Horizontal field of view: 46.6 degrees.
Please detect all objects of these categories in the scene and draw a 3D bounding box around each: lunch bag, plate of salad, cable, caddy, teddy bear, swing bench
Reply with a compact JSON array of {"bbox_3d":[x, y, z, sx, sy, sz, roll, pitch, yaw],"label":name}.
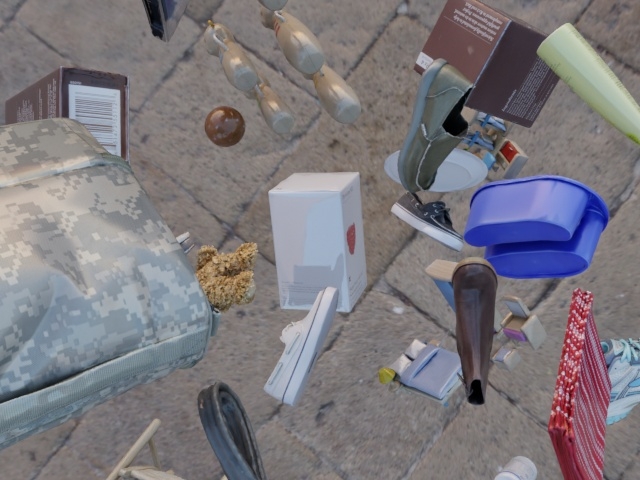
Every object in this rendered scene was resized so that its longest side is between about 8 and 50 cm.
[{"bbox_3d":[-0.272,0.054,0.627,0.256,0.305,0.212,38,130,33],"label":"lunch bag"},{"bbox_3d":[0.224,-0.146,1.448,0.200,0.200,0.048,4,70,10],"label":"plate of salad"},{"bbox_3d":[-0.038,0.263,0.681,0.072,0.139,0.287,-29,53,20],"label":"cable"},{"bbox_3d":[0.515,-0.042,1.797,0.342,0.241,0.179,-5,49,42],"label":"caddy"},{"bbox_3d":[-0.285,0.115,1.877,0.338,0.113,0.244,-7,65,42],"label":"teddy bear"},{"bbox_3d":[-0.295,0.494,1.379,0.253,0.255,0.165,10,120,34],"label":"swing bench"}]

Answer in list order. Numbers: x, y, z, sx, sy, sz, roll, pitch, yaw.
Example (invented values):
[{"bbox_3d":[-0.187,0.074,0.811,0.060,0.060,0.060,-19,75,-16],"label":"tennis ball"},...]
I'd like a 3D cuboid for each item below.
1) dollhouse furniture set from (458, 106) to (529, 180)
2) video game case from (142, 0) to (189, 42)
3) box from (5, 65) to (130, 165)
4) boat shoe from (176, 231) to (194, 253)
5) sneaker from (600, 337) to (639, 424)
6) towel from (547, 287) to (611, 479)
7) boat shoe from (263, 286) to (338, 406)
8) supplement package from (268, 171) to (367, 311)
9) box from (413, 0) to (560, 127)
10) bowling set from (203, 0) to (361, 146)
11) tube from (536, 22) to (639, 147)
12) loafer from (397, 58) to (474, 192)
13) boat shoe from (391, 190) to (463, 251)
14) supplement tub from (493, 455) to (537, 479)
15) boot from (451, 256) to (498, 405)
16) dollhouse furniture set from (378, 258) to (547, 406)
[{"bbox_3d":[0.443,-0.269,1.911,0.130,0.183,0.128,12,124,-26],"label":"dollhouse furniture set"},{"bbox_3d":[-0.118,-0.304,0.719,0.026,0.274,0.196,27,91,-10],"label":"video game case"},{"bbox_3d":[-0.517,-0.212,1.491,0.382,0.143,0.191,-1,90,51],"label":"box"},{"bbox_3d":[-0.431,0.092,1.980,0.324,0.116,0.096,-37,91,30],"label":"boat shoe"},{"bbox_3d":[0.543,0.217,1.270,0.283,0.110,0.122,-32,102,17],"label":"sneaker"},{"bbox_3d":[0.349,0.219,0.970,0.031,0.274,0.198,-7,121,30],"label":"towel"},{"bbox_3d":[-0.043,0.215,1.582,0.088,0.096,0.267,22,94,14],"label":"boat shoe"},{"bbox_3d":[0.000,0.000,1.753,0.176,0.177,0.292,1,109,18],"label":"supplement package"},{"bbox_3d":[0.323,-0.335,1.384,0.168,0.203,0.167,50,122,43],"label":"box"},{"bbox_3d":[-0.093,-0.235,0.987,0.200,0.287,0.154,-33,49,3],"label":"bowling set"},{"bbox_3d":[0.405,-0.199,1.044,0.070,0.062,0.240,-34,79,-30],"label":"tube"},{"bbox_3d":[0.196,-0.176,1.250,0.088,0.251,0.094,28,46,23],"label":"loafer"},{"bbox_3d":[0.229,-0.049,1.525,0.080,0.228,0.076,29,97,-29],"label":"boat shoe"},{"bbox_3d":[0.439,0.538,1.673,0.071,0.107,0.070,6,101,33],"label":"supplement tub"},{"bbox_3d":[0.302,0.175,1.427,0.090,0.248,0.206,-3,49,9],"label":"boot"},{"bbox_3d":[0.284,0.227,1.690,0.303,0.286,0.198,-44,112,-18],"label":"dollhouse furniture set"}]
